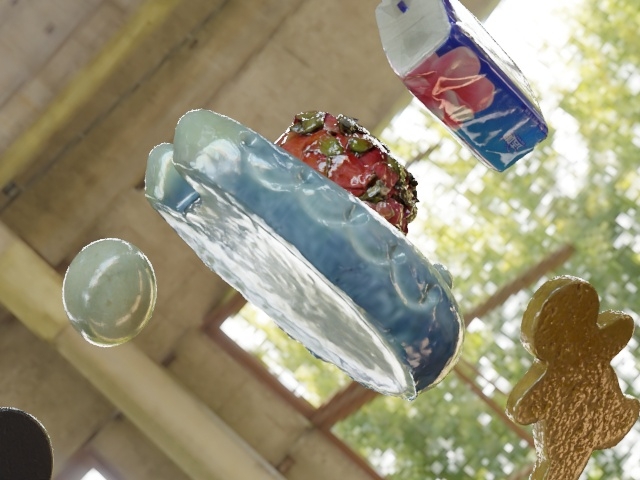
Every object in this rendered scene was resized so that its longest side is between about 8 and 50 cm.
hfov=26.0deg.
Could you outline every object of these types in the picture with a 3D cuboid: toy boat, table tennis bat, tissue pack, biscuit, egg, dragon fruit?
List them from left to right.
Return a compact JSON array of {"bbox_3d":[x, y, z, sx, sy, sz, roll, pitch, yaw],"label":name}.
[{"bbox_3d":[-0.429,0.311,1.746,0.236,0.027,0.150,-43,-63,-37],"label":"table tennis bat"},{"bbox_3d":[-0.259,0.066,1.705,0.114,0.114,0.152,-32,-36,-40],"label":"egg"},{"bbox_3d":[0.000,0.000,1.221,0.123,0.330,0.215,-52,6,-21],"label":"toy boat"},{"bbox_3d":[0.019,-0.057,2.157,0.250,0.291,0.269,33,-75,-24],"label":"dragon fruit"},{"bbox_3d":[0.210,-0.253,2.108,0.137,0.209,0.270,-36,-51,20],"label":"tissue pack"},{"bbox_3d":[0.232,0.127,1.299,0.158,0.035,0.240,-35,-51,-23],"label":"biscuit"}]
